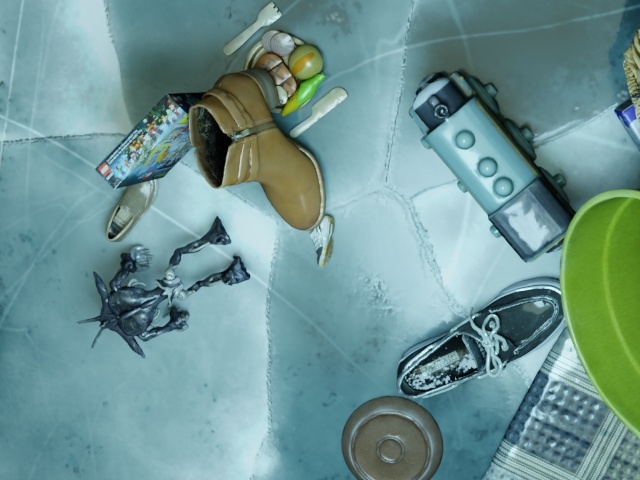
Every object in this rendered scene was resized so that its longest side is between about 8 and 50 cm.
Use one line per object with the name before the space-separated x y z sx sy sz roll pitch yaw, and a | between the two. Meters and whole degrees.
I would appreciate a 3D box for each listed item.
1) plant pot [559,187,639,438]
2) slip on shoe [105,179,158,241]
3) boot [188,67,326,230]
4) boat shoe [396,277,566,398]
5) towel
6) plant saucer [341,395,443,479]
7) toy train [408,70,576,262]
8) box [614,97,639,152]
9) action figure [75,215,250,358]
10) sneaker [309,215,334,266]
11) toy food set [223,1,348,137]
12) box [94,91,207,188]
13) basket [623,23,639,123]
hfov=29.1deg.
plant pot | 0.578 0.061 1.666 0.353 0.366 0.366 -18 97 -24
slip on shoe | -0.310 -0.055 2.009 0.051 0.041 0.135 37 103 2
boot | -0.095 -0.115 1.860 0.109 0.220 0.283 -9 107 24
boat shoe | 0.253 0.158 1.921 0.306 0.105 0.113 -24 95 12
towel | 0.462 0.334 1.952 0.324 0.056 0.312 27 99 6
plant saucer | 0.116 0.338 2.012 0.168 0.029 0.168 1 98 10
toy train | 0.258 -0.112 1.833 0.142 0.190 0.334 -38 92 12
box | 0.504 -0.153 1.820 0.072 0.126 0.137 -33 92 11
action figure | -0.255 0.081 1.976 0.276 0.141 0.164 -28 96 -3
sneaker | 0.000 0.000 1.978 0.037 0.032 0.083 9 96 21
toy food set | -0.061 -0.265 1.937 0.132 0.038 0.192 -40 91 13
box | -0.238 -0.157 1.883 0.159 0.233 0.044 -44 88 13
basket | 0.577 -0.230 1.735 0.299 0.213 0.223 -6 126 -23
